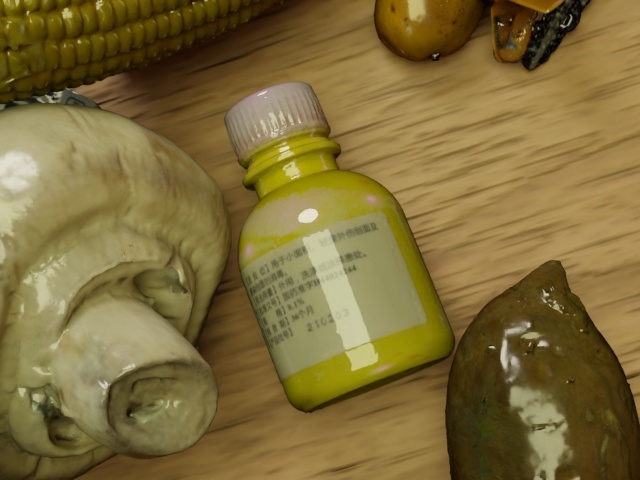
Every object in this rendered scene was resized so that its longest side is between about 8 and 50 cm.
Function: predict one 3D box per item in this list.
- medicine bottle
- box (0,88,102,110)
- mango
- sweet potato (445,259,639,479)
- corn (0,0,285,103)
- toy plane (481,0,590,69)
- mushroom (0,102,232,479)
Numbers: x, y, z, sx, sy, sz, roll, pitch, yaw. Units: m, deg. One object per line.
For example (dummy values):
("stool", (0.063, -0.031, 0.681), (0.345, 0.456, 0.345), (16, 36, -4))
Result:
("medicine bottle", (0.000, 0.000, 0.799), (0.122, 0.122, 0.212), (-22, 80, 4))
("box", (-0.252, -0.046, 0.883), (0.115, 0.036, 0.177), (26, 87, 11))
("mango", (0.083, -0.185, 0.844), (0.080, 0.060, 0.114), (15, 81, 6))
("sweet potato", (0.157, 0.225, 0.748), (0.131, 0.130, 0.422), (-10, 85, 6))
("corn", (-0.111, -0.189, 0.773), (0.344, 0.131, 0.131), (-30, 78, -29))
("toy plane", (0.215, -0.283, 0.818), (0.316, 0.204, 0.103), (-44, 40, -14))
("mushroom", (-0.150, 0.049, 0.739), (0.234, 0.260, 0.254), (33, 71, 33))
